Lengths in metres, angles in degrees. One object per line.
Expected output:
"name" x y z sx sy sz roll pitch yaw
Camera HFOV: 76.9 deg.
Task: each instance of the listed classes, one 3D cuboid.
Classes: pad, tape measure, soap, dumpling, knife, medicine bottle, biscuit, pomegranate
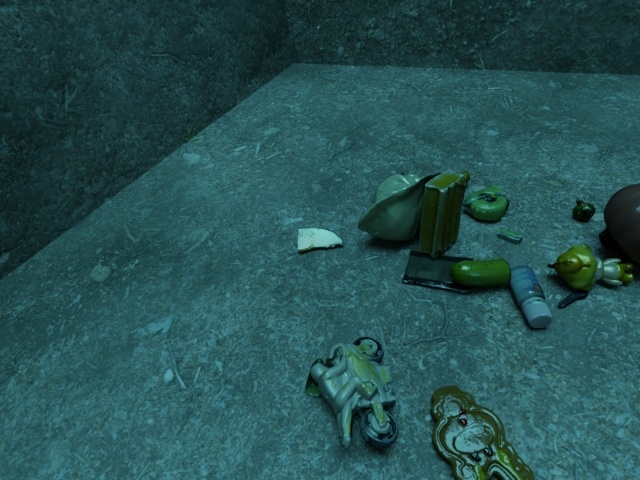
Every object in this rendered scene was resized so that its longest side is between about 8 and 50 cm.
"pad" 0.418 0.104 1.417 0.232 0.022 0.174 9 43 20
"tape measure" 0.669 -0.146 1.614 0.177 0.088 0.154 -21 43 -11
"soap" 0.431 -0.092 1.433 0.089 0.274 0.173 27 44 37
"dumpling" 0.337 -0.145 1.504 0.394 0.315 0.233 -16 72 -32
"knife" 0.792 0.183 1.265 0.121 0.018 0.031 -25 41 -16
"medicine bottle" 0.648 0.173 1.252 0.083 0.084 0.203 -2 42 7
"biscuit" 0.366 0.486 0.969 0.185 0.044 0.295 -16 42 -13
"pomegranate" 0.999 -0.118 1.526 0.073 0.085 0.073 -13 35 9

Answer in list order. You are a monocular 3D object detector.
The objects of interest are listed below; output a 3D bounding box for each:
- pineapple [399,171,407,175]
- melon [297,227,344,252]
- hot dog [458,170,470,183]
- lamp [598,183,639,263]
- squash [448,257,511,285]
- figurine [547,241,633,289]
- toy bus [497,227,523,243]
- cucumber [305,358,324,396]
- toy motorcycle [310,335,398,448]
"pineapple" 0.350 -0.230 1.725 0.161 0.137 0.176 -28 44 -22
"melon" -0.003 -0.005 1.594 0.182 0.054 0.098 -9 46 0
"hot dog" 0.544 -0.229 1.742 0.249 0.076 0.102 -24 7 -19
"lamp" 1.051 -0.035 1.306 0.305 0.239 0.306 23 45 -26
"squash" 0.513 0.108 1.317 0.187 0.095 0.095 -3 40 -9
"figurine" 0.864 0.090 1.290 0.246 0.131 0.157 10 74 0
"toy bus" 0.706 -0.018 1.502 0.083 0.031 0.037 27 59 34
"cucumber" -0.012 0.385 1.147 0.048 0.048 0.105 2 39 12
"toy motorcycle" 0.085 0.384 1.074 0.222 0.108 0.341 5 33 -8
